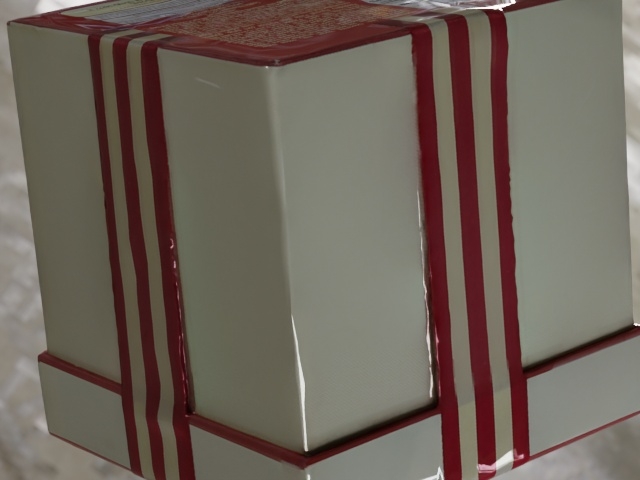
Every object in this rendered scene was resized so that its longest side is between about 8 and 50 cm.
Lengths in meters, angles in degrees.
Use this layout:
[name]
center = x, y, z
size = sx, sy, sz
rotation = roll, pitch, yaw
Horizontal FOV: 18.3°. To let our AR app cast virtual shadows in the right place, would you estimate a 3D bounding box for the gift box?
[gift box]
center = 0.000, 0.000, 1.010
size = 0.255, 0.258, 0.276
rotation = -15, 18, -32
